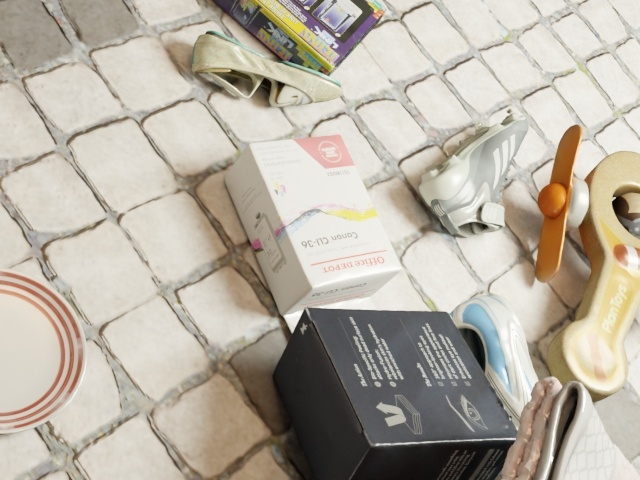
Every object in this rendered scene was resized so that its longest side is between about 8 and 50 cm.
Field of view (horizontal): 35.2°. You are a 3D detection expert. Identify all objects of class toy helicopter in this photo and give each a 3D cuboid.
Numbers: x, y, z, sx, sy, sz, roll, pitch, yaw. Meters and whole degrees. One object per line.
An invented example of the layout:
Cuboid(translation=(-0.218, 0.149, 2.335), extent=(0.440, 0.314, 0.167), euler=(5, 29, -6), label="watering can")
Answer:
Cuboid(translation=(0.321, 0.024, 1.119), extent=(0.235, 0.140, 0.355), euler=(37, 52, -4), label="toy helicopter")

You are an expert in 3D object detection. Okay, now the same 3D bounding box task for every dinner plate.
Cuboid(translation=(-0.256, 0.087, 0.801), extent=(0.141, 0.017, 0.141), euler=(16, 54, -22), label="dinner plate")

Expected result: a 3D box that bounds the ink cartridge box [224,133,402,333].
Cuboid(translation=(0.000, 0.000, 0.978), extent=(0.115, 0.067, 0.198), euler=(-11, 68, -36), label="ink cartridge box")

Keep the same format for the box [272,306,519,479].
Cuboid(translation=(0.063, 0.144, 0.882), extent=(0.158, 0.093, 0.156), euler=(5, 38, -30), label="box")

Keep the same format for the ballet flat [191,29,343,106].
Cuboid(translation=(-0.058, -0.168, 1.069), extent=(0.168, 0.057, 0.052), euler=(19, 81, -16), label="ballet flat")

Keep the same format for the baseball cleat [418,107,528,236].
Cuboid(translation=(0.186, -0.070, 1.148), extent=(0.206, 0.072, 0.109), euler=(-35, 99, -39), label="baseball cleat")

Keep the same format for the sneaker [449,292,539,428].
Cuboid(translation=(0.190, 0.169, 0.991), extent=(0.086, 0.085, 0.237), euler=(-23, 77, -12), label="sneaker")

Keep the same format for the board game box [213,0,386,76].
Cuboid(translation=(-0.026, -0.272, 1.146), extent=(0.170, 0.048, 0.141), euler=(41, 51, -3), label="board game box")

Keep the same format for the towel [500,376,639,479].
Cuboid(translation=(0.200, 0.323, 0.782), extent=(0.317, 0.053, 0.332), euler=(52, 51, -35), label="towel")
